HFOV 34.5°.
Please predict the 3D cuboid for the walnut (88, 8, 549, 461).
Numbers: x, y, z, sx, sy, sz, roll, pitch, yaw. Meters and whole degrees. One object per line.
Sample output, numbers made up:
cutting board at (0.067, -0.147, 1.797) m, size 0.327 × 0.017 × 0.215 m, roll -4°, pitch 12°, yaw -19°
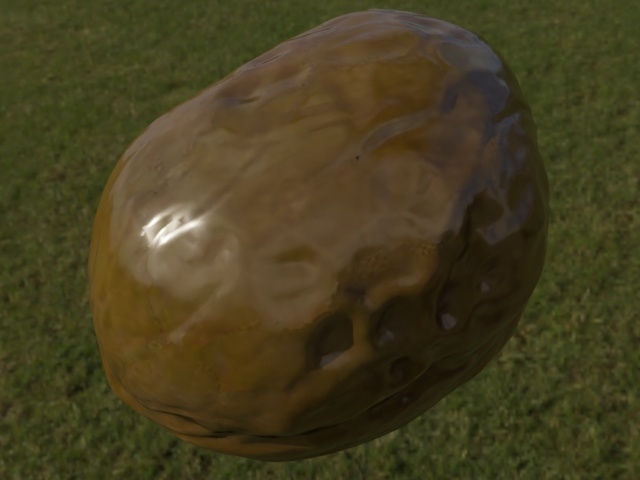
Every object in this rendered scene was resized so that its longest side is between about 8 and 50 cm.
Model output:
walnut at (0.000, 0.000, 0.820) m, size 0.398 × 0.354 × 0.308 m, roll -33°, pitch 66°, yaw -9°
